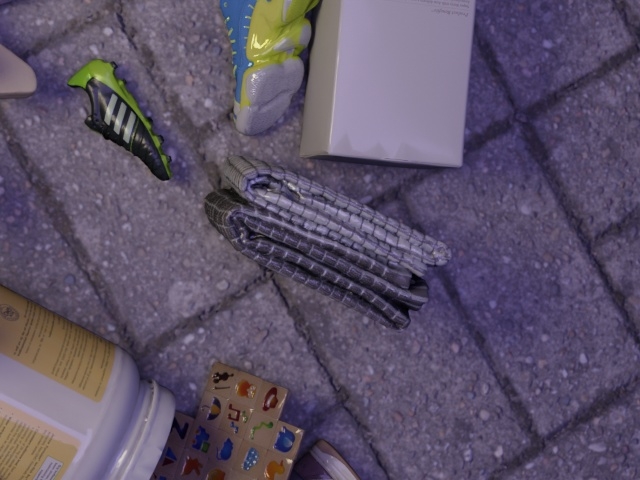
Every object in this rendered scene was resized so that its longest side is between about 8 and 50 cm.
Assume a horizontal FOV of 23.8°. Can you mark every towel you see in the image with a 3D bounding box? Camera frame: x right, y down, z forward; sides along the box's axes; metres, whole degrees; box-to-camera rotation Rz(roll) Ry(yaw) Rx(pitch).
[{"bbox_3d":[0.000,0.000,1.887,0.284,0.235,0.121,25,90,-11],"label":"towel"}]

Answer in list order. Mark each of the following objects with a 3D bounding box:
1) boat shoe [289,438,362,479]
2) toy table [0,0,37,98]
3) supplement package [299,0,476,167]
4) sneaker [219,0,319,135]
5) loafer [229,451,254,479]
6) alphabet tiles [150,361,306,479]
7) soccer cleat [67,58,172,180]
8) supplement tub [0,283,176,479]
[{"bbox_3d":[0.057,0.394,1.984,0.092,0.103,0.285,-36,95,-4],"label":"boat shoe"},{"bbox_3d":[-0.464,-0.242,1.784,0.274,0.252,0.161,-8,81,-15],"label":"toy table"},{"bbox_3d":[0.085,-0.242,1.924,0.177,0.175,0.293,5,91,-14],"label":"supplement package"},{"bbox_3d":[-0.079,-0.260,1.946,0.091,0.126,0.240,-2,120,-51],"label":"sneaker"},{"bbox_3d":[-0.100,0.374,1.948,0.102,0.092,0.268,-1,91,-10],"label":"loafer"},{"bbox_3d":[-0.124,0.282,1.916,0.198,0.009,0.237,18,87,32],"label":"alphabet tiles"},{"bbox_3d":[-0.251,-0.144,1.920,0.072,0.060,0.179,-33,92,0],"label":"soccer cleat"},{"bbox_3d":[-0.364,0.195,1.805,0.331,0.241,0.241,30,86,-16],"label":"supplement tub"}]
